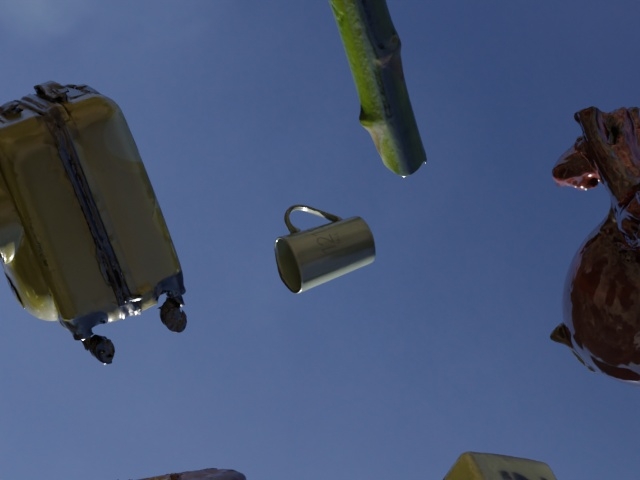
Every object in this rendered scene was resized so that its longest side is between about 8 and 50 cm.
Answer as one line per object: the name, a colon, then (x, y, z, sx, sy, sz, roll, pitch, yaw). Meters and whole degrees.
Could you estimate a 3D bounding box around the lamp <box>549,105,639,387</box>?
lamp: (0.275, 0.021, 0.832, 0.215, 0.151, 0.223, -113, -153, -54)

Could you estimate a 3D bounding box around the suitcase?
suitcase: (-0.230, -0.022, 0.911, 0.143, 0.234, 0.194, -24, -160, -18)

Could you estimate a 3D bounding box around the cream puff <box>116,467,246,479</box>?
cream puff: (-0.194, 0.403, 1.422, 0.240, 0.240, 0.164, -18, -103, 27)

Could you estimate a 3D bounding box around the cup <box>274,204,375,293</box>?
cup: (0.000, 0.004, 0.944, 0.083, 0.054, 0.075, -19, -125, -23)

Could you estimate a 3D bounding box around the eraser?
eraser: (0.193, 0.271, 0.903, 0.058, 0.117, 0.172, -60, -148, 23)

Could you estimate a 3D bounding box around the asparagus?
asparagus: (0.063, -0.191, 1.126, 0.067, 0.277, 0.060, -11, -141, 9)
